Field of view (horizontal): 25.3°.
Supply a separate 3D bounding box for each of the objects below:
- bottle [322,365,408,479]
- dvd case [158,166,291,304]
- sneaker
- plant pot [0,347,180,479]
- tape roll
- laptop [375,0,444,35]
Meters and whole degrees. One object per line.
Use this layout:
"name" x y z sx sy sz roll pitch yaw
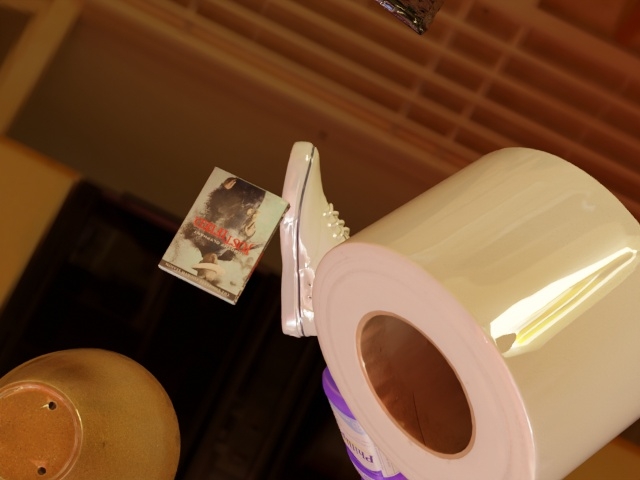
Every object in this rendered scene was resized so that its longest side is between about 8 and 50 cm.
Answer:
"bottle" 0.085 0.281 1.993 0.092 0.118 0.283 -32 -50 -16
"dvd case" -0.095 -0.006 1.422 0.119 0.087 0.013 -61 -10 -16
"sneaker" 0.000 0.000 1.762 0.094 0.091 0.258 -75 -14 -63
"plant pot" -0.296 0.223 1.599 0.237 0.237 0.254 -64 -9 -8
"tape roll" 0.133 0.071 1.107 0.169 0.246 0.246 -30 -15 -29
"laptop" -0.031 -0.245 1.296 0.136 0.264 0.234 -52 4 24
